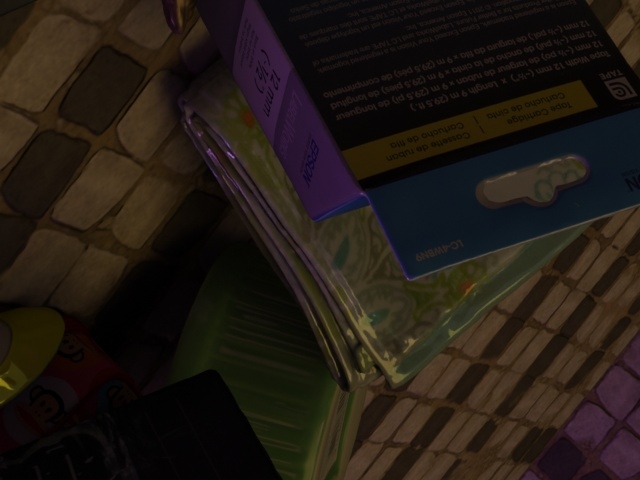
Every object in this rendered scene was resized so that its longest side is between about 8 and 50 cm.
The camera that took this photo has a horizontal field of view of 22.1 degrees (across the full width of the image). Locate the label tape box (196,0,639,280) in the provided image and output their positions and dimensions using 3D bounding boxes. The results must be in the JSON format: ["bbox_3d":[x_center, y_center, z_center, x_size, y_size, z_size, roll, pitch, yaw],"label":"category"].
[{"bbox_3d":[0.083,-0.121,1.228,0.249,0.348,0.115,-18,155,-21],"label":"label tape box"}]

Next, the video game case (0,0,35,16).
[{"bbox_3d":[-0.237,-0.207,1.032,0.274,0.026,0.196,-31,150,-33],"label":"video game case"}]

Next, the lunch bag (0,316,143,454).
[{"bbox_3d":[-0.271,0.225,1.485,0.258,0.120,0.293,-40,155,-18],"label":"lunch bag"}]

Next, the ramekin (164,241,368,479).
[{"bbox_3d":[-0.048,0.165,1.587,0.303,0.148,0.303,14,90,-81],"label":"ramekin"}]

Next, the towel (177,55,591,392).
[{"bbox_3d":[0.088,-0.090,1.450,0.374,0.090,0.320,-39,110,-23],"label":"towel"}]

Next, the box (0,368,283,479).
[{"bbox_3d":[-0.183,0.412,1.206,0.471,0.480,0.297,-23,130,-13],"label":"box"}]

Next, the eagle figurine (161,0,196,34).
[{"bbox_3d":[-0.050,-0.269,1.057,0.226,0.225,0.298,-20,-148,35],"label":"eagle figurine"}]

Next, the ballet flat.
[{"bbox_3d":[-0.308,0.120,1.334,0.231,0.077,0.077,-40,141,-17],"label":"ballet flat"}]
